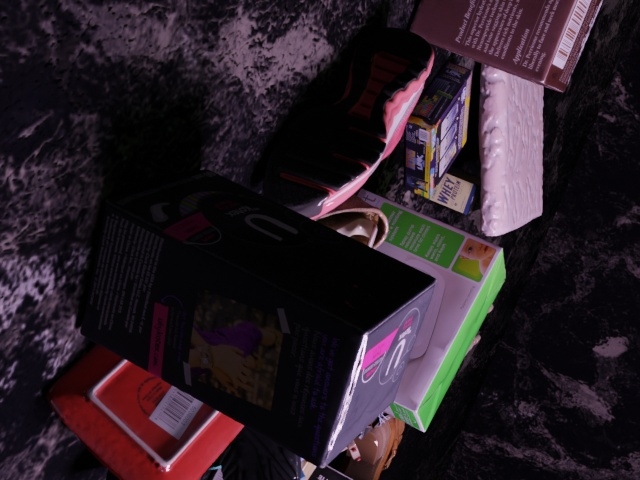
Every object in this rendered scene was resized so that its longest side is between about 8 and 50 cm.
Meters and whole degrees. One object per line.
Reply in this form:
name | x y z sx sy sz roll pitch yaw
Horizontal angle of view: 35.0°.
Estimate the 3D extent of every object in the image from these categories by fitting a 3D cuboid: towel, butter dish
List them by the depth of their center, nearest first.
butter dish | -0.176 0.177 1.003 0.160 0.160 0.118 -46 176 -43
towel | 0.346 -0.190 1.831 0.317 0.053 0.332 -17 106 -65

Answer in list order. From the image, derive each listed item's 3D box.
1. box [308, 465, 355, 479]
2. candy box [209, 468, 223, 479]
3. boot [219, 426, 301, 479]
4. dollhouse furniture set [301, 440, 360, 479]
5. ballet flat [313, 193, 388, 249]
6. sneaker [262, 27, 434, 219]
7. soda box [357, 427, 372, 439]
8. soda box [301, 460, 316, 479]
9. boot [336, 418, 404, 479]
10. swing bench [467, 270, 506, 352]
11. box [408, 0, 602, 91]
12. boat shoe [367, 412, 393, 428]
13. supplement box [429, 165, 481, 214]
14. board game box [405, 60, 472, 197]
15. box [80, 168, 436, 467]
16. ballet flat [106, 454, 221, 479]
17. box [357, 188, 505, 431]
box | 0.066 0.577 1.793 0.257 0.322 0.079 -60 159 -14
candy box | -0.149 0.443 1.458 0.233 0.071 0.159 -62 161 -6
boot | -0.051 0.193 1.241 0.207 0.094 0.247 -21 102 -72
dollhouse furniture set | -0.022 0.290 1.437 0.129 0.129 0.184 -27 154 -5
ballet flat | 0.000 0.000 1.250 0.316 0.106 0.108 -29 140 -58
sneaker | 0.045 -0.114 1.215 0.314 0.116 0.136 -52 158 -31
soda box | 0.098 0.317 1.960 0.169 0.053 0.060 -30 141 -58
soda box | -0.080 0.402 1.571 0.181 0.058 0.061 -57 159 0
boot | 0.086 0.464 2.066 0.220 0.109 0.283 -22 127 -68
swing bench | 0.197 0.174 1.875 0.253 0.165 0.255 -42 151 -49
box | 0.259 -0.318 1.381 0.167 0.203 0.168 -11 124 -67
boat shoe | 0.101 0.300 1.789 0.183 0.066 0.066 -27 -167 32
supplement box | 0.243 -0.090 1.790 0.083 0.083 0.056 -18 129 -63
board game box | 0.185 -0.173 1.599 0.141 0.048 0.170 -56 158 -29
box | -0.058 0.059 0.928 0.165 0.270 0.143 -29 140 -59
ballet flat | -0.164 0.228 1.151 0.280 0.095 0.096 -6 110 -79
box | 0.102 0.096 1.439 0.262 0.231 0.127 -59 159 -15
